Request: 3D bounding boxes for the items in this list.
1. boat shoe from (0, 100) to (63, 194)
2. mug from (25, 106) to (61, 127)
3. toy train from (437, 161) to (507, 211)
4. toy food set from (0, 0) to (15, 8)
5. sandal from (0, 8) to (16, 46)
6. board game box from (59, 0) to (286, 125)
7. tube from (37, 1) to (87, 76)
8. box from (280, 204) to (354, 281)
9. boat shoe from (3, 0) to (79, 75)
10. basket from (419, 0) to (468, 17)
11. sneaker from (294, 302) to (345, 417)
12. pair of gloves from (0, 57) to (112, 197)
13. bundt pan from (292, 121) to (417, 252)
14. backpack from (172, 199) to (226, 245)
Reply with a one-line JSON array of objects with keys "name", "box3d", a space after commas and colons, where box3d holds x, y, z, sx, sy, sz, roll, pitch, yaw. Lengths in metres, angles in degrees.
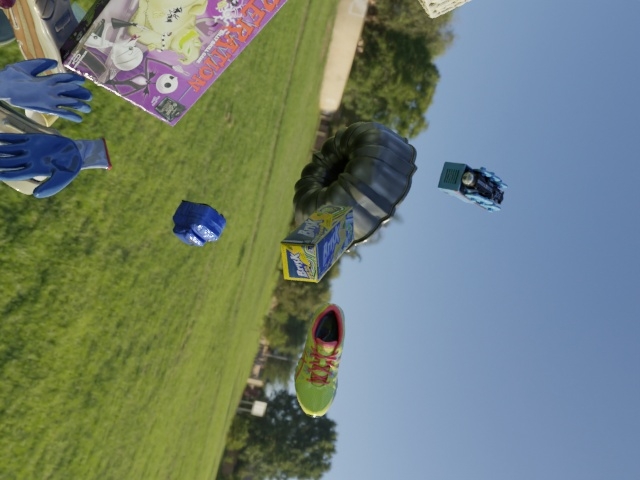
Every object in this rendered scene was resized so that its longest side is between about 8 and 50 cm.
[{"name": "boat shoe", "box3d": [-0.510, -0.204, 0.817, 0.103, 0.302, 0.113, -47, -156, -1]}, {"name": "mug", "box3d": [-0.643, -0.302, 1.345, 0.062, 0.078, 0.064, 93, 22, -45]}, {"name": "toy train", "box3d": [0.342, -0.119, 1.267, 0.184, 0.105, 0.080, 16, 91, -51]}, {"name": "toy food set", "box3d": [-0.392, -0.366, 0.674, 0.111, 0.104, 0.233, -77, 174, -73]}, {"name": "sandal", "box3d": [-0.672, -0.441, 1.071, 0.120, 0.086, 0.303, 66, 19, -6]}, {"name": "board game box", "box3d": [-0.200, -0.345, 0.853, 0.347, 0.208, 0.056, -42, -125, 21]}, {"name": "tube", "box3d": [-0.652, -0.479, 1.424, 0.240, 0.062, 0.070, -57, 158, -15]}, {"name": "box", "box3d": [0.000, 0.000, 0.841, 0.169, 0.054, 0.059, -46, 136, -60]}, {"name": "boat shoe", "box3d": [-0.517, -0.433, 1.009, 0.325, 0.116, 0.123, 96, 10, -45]}, {"name": "basket", "box3d": [0.207, -0.488, 0.999, 0.103, 0.113, 0.167, 54, 18, -46]}, {"name": "sneaker", "box3d": [0.000, 0.206, 1.010, 0.094, 0.081, 0.209, 107, -8, -73]}, {"name": "pair of gloves", "box3d": [-0.364, -0.150, 0.744, 0.023, 0.159, 0.198, -28, -102, 47]}, {"name": "bundt pan", "box3d": [0.057, -0.138, 1.304, 0.330, 0.124, 0.331, -36, -146, 29]}, {"name": "backpack", "box3d": [-0.301, -0.038, 1.431, 0.098, 0.120, 0.101, 40, 62, -47]}]
